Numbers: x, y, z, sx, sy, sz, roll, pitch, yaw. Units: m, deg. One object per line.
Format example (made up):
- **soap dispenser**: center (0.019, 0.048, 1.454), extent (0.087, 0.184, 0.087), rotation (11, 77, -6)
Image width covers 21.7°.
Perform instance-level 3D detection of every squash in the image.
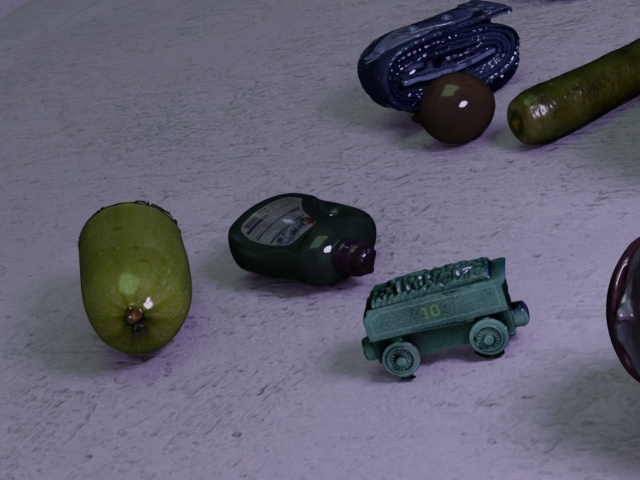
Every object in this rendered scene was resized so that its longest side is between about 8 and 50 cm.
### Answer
- **squash**: center (-0.214, 0.055, 1.926), extent (0.133, 0.132, 0.247), rotation (-20, 25, 0)

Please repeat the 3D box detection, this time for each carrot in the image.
- **carrot**: center (0.388, -0.214, 2.115), extent (0.359, 0.074, 0.074), rotation (-27, 24, -22)

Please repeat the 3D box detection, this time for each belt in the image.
- **belt**: center (0.157, -0.247, 2.296), extent (0.218, 0.122, 0.128), rotation (-22, 21, -21)

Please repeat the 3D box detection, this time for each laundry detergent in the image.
- **laundry detergent**: center (0.000, 0.000, 1.938), extent (0.144, 0.078, 0.222), rotation (-31, 25, -31)

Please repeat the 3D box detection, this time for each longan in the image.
- **longan**: center (0.170, -0.172, 2.156), extent (0.113, 0.092, 0.113), rotation (-17, 26, 8)

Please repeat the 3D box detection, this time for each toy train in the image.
- **toy train**: center (0.118, 0.073, 1.658), extent (0.172, 0.099, 0.070), rotation (-14, 21, 12)

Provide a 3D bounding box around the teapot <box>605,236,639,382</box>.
- **teapot**: center (0.408, 0.052, 1.373), extent (0.312, 0.233, 0.315), rotation (-3, -1, 44)
